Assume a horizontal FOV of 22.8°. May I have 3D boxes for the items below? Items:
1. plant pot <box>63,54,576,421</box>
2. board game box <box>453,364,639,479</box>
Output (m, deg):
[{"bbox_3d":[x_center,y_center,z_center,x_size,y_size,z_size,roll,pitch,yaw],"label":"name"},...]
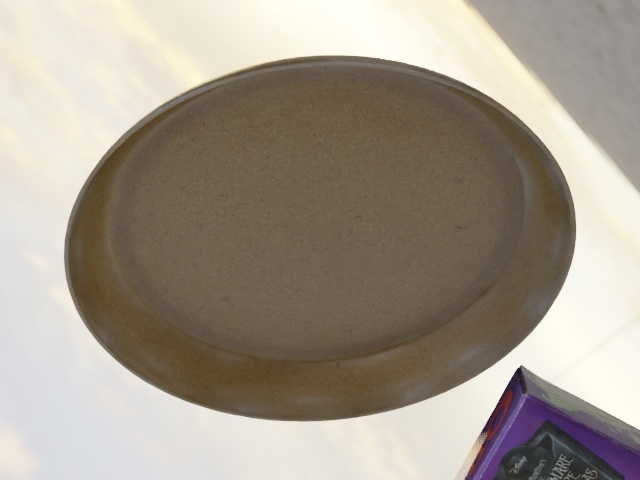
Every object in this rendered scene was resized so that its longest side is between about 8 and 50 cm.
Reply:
[{"bbox_3d":[0.000,0.000,0.743,0.236,0.236,0.032,40,-150,-35],"label":"plant pot"},{"bbox_3d":[0.087,0.248,0.637,0.208,0.347,0.056,28,-169,2],"label":"board game box"}]
